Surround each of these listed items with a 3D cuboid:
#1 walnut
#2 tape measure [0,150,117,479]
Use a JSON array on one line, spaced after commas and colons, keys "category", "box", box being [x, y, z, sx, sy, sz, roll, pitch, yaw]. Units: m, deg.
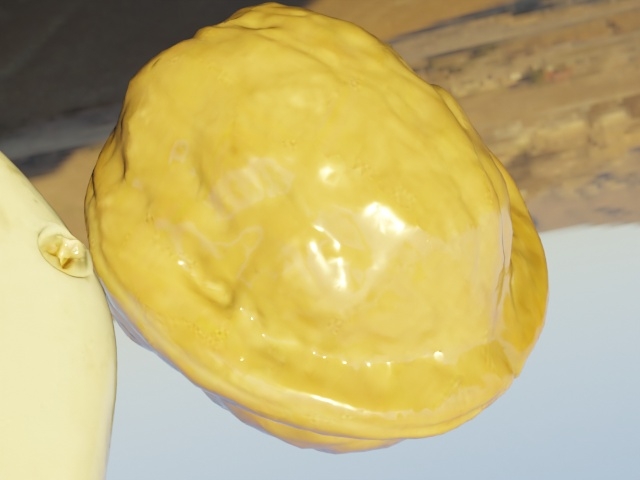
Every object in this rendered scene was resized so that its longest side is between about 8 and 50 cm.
[{"category": "walnut", "box": [-0.011, -0.003, 1.230, 0.383, 0.384, 0.383, -12, -179, 0]}, {"category": "tape measure", "box": [-0.196, 0.046, 0.466, 0.265, 0.258, 0.130, 8, 141, -25]}]
